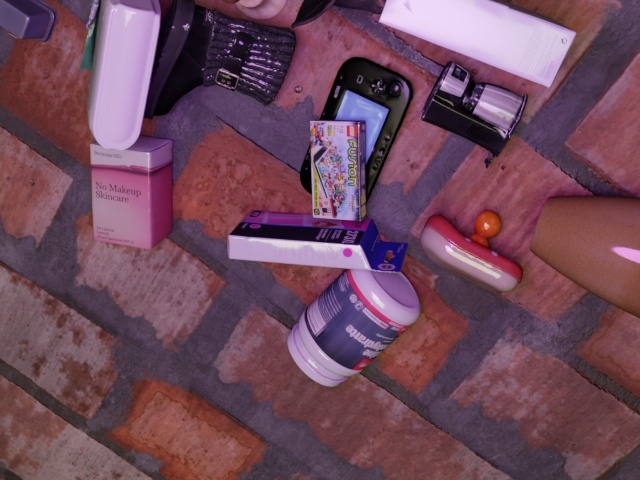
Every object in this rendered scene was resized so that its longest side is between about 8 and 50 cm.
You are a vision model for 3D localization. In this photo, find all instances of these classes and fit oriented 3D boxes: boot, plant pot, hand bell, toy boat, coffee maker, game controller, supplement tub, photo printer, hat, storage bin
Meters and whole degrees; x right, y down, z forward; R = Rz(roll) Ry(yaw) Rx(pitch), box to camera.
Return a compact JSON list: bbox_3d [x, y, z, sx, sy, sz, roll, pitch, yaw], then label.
[{"bbox_3d":[-0.225,-0.345,1.508,0.260,0.131,0.348,12,152,-25],"label":"boot"},{"bbox_3d":[0.561,0.004,1.430,0.254,0.237,0.237,21,114,20],"label":"plant pot"},{"bbox_3d":[-0.151,-0.479,1.377,0.126,0.242,0.126,5,112,11],"label":"hand bell"},{"bbox_3d":[0.332,0.005,1.528,0.231,0.151,0.151,27,84,1],"label":"toy boat"},{"bbox_3d":[0.295,-0.247,1.432,0.178,0.120,0.171,25,115,3],"label":"coffee maker"},{"bbox_3d":[0.071,-0.220,1.522,0.166,0.067,0.319,24,113,3],"label":"game controller"},{"bbox_3d":[0.073,0.180,1.606,0.191,0.191,0.272,41,113,-5],"label":"supplement tub"},{"bbox_3d":[-0.398,-0.348,1.436,0.107,0.256,0.308,6,120,-22],"label":"photo printer"},{"bbox_3d":[0.079,-0.489,1.300,0.134,0.331,0.331,30,115,-20],"label":"hat"},{"bbox_3d":[-0.668,-0.491,1.572,0.135,0.091,0.098,33,114,0],"label":"storage bin"}]

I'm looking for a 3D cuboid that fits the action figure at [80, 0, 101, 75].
[{"bbox_3d":[-0.455,-0.467,1.547,0.137,0.063,0.232,9,116,-2],"label":"action figure"}]

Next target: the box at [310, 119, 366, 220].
[{"bbox_3d":[0.038,-0.149,1.511,0.114,0.036,0.207,5,106,25],"label":"box"}]

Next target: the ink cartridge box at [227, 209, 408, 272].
[{"bbox_3d":[0.000,0.000,1.562,0.370,0.176,0.069,7,111,10],"label":"ink cartridge box"}]

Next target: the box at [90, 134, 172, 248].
[{"bbox_3d":[-0.430,-0.115,1.642,0.148,0.127,0.232,9,112,10],"label":"box"}]

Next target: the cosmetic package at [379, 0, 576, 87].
[{"bbox_3d":[0.269,-0.382,1.246,0.284,0.377,0.097,24,113,3],"label":"cosmetic package"}]
